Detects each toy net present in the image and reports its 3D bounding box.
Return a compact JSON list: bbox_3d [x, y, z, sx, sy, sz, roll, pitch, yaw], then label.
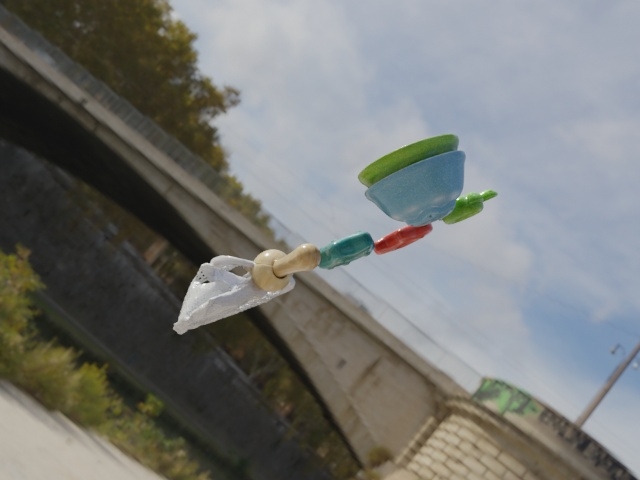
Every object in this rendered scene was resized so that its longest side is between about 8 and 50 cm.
[{"bbox_3d":[0.000,0.000,0.654,0.045,0.232,0.122,68,17,8],"label":"toy net"}]
